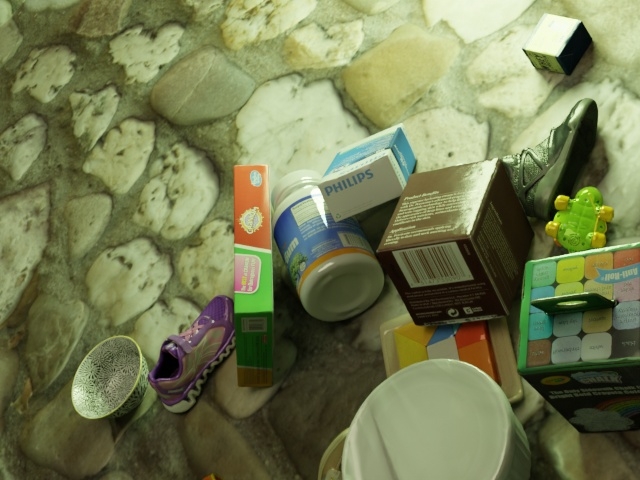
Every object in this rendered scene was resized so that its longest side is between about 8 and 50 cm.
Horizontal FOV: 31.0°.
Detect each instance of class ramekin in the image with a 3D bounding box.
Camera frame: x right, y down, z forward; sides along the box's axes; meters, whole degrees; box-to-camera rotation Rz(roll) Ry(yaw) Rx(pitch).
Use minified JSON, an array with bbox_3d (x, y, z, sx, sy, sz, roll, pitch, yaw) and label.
[{"bbox_3d":[0.174,0.315,1.649,0.272,0.127,0.273,-21,49,27],"label":"ramekin"}]

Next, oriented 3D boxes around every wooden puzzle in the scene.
[{"bbox_3d":[0.200,0.187,1.849,0.221,0.044,0.239,-24,48,22],"label":"wooden puzzle"}]

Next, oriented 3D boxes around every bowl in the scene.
[{"bbox_3d":[-0.383,0.275,2.197,0.170,0.080,0.170,-20,50,25],"label":"bowl"}]

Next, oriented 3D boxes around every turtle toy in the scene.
[{"bbox_3d":[0.414,-0.032,1.827,0.095,0.066,0.130,16,66,18],"label":"turtle toy"}]

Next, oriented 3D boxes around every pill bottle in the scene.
[{"bbox_3d":[0.000,0.000,2.053,0.152,0.152,0.272,-36,45,11],"label":"pill bottle"}]

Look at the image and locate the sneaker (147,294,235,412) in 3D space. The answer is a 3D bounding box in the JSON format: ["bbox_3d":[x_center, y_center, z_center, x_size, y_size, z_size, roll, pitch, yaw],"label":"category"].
[{"bbox_3d":[-0.237,0.197,2.127,0.095,0.104,0.236,18,71,44],"label":"sneaker"}]

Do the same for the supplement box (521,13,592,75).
[{"bbox_3d":[0.420,-0.349,2.053,0.083,0.056,0.083,24,77,44],"label":"supplement box"}]

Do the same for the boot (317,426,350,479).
[{"bbox_3d":[0.056,0.403,1.747,0.165,0.077,0.213,44,117,46],"label":"boot"}]

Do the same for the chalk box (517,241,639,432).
[{"bbox_3d":[0.384,0.124,1.580,0.180,0.289,0.179,-10,55,32],"label":"chalk box"}]

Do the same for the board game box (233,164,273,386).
[{"bbox_3d":[-0.118,0.063,2.041,0.064,0.242,0.317,-1,52,-3],"label":"board game box"}]

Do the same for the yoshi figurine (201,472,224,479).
[{"bbox_3d":[-0.306,0.521,1.905,0.362,0.203,0.203,-45,28,5],"label":"yoshi figurine"}]

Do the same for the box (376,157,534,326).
[{"bbox_3d":[0.219,0.004,1.838,0.168,0.167,0.203,-9,35,33],"label":"box"}]

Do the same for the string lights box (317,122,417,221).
[{"bbox_3d":[0.086,-0.124,2.023,0.133,0.077,0.260,-22,13,16],"label":"string lights box"}]

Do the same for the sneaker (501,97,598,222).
[{"bbox_3d":[0.374,-0.146,1.923,0.130,0.087,0.228,19,78,37],"label":"sneaker"}]
